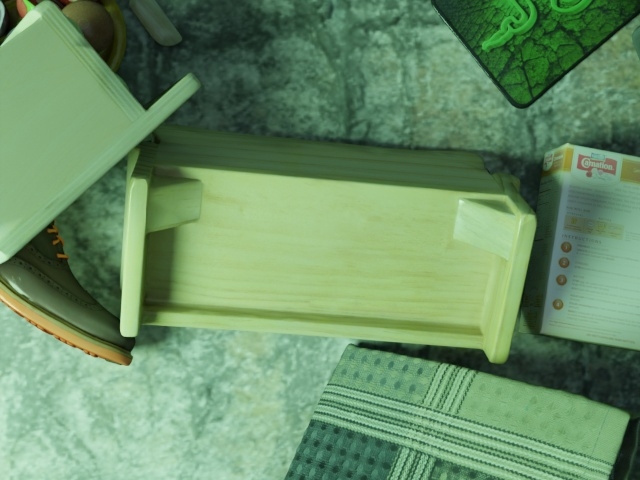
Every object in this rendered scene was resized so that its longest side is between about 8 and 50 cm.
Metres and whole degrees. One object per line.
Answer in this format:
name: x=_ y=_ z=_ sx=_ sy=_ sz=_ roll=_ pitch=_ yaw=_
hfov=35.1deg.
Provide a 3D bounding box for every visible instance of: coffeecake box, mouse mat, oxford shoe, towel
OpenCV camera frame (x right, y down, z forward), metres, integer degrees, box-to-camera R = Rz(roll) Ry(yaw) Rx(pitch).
coffeecake box: x=0.284 y=0.011 z=0.994 sx=0.142 sy=0.068 sz=0.185 roll=10 pitch=86 yaw=-7
mouse mat: x=0.224 y=-0.245 z=1.033 sx=0.190 sy=0.007 sz=0.152 roll=-40 pitch=92 yaw=-9
oxford shoe: x=-0.263 y=0.009 z=0.912 sx=0.271 sy=0.097 sz=0.098 roll=39 pitch=77 yaw=-4
towel: x=0.082 y=0.254 z=0.843 sx=0.056 sy=0.324 sz=0.312 roll=40 pitch=69 yaw=-40

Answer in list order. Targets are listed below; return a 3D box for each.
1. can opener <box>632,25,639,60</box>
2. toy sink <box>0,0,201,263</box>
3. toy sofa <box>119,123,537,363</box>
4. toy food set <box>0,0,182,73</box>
can opener: x=0.410 y=-0.100 z=1.028 sx=0.095 sy=0.076 sz=0.283 roll=-21 pitch=89 yaw=-40
toy sink: x=-0.238 y=-0.093 z=0.823 sx=0.131 sy=0.153 sz=0.234 roll=51 pitch=57 yaw=-14
toy sofa: x=0.000 y=0.000 z=0.935 sx=0.362 sy=0.177 sz=0.150 roll=5 pitch=111 yaw=-7
toy food set: x=-0.251 y=-0.194 z=0.934 sx=0.218 sy=0.071 sz=0.128 roll=-29 pitch=91 yaw=-8
